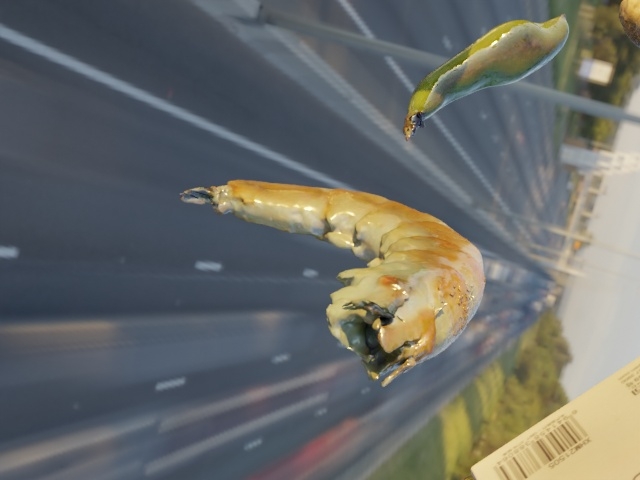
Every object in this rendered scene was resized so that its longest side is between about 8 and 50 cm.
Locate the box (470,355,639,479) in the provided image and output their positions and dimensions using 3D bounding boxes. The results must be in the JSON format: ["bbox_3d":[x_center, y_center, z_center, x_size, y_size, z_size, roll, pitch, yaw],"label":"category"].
[{"bbox_3d":[0.251,0.152,0.700,0.273,0.091,0.221,-34,-161,4],"label":"box"}]

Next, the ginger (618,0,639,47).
[{"bbox_3d":[0.303,-0.158,0.886,0.081,0.148,0.333,-40,178,18],"label":"ginger"}]

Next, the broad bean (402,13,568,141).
[{"bbox_3d":[0.210,-0.224,1.463,0.325,0.075,0.067,-33,169,-19],"label":"broad bean"}]

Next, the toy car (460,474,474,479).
[{"bbox_3d":[0.182,0.401,1.420,0.247,0.142,0.200,-34,125,-10],"label":"toy car"}]

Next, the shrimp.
[{"bbox_3d":[0.033,0.005,0.883,0.185,0.287,0.068,-6,123,-35],"label":"shrimp"}]
